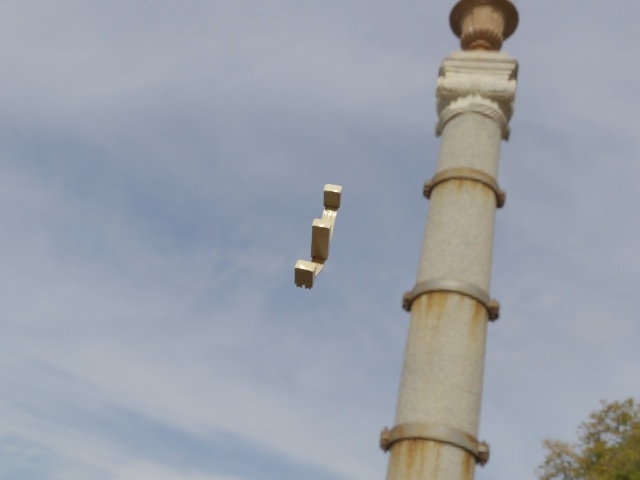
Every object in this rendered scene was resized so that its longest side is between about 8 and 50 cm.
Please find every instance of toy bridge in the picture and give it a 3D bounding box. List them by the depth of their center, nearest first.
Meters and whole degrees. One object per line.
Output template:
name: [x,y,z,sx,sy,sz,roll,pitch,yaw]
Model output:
toy bridge: [0.000,0.000,0.986,0.026,0.188,0.063,9,-50,9]
